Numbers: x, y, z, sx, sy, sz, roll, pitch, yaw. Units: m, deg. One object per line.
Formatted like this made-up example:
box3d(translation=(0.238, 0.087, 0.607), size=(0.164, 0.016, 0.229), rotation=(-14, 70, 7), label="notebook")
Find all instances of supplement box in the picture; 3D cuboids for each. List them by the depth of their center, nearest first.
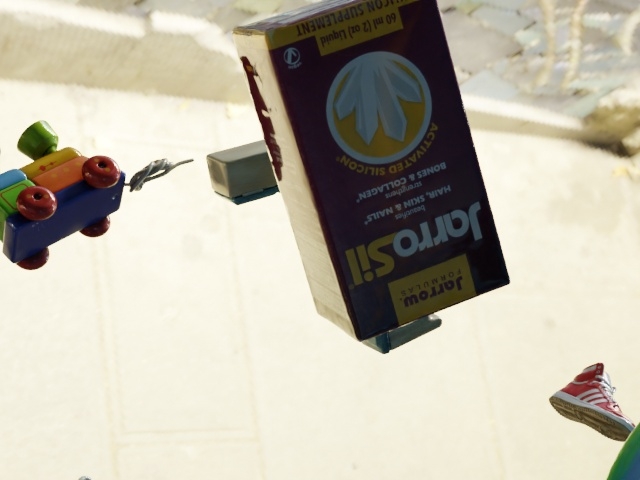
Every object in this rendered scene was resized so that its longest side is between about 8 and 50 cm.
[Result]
box3d(translation=(0.030, -0.049, 0.760), size=(0.104, 0.081, 0.188), rotation=(-21, 105, -13), label="supplement box")

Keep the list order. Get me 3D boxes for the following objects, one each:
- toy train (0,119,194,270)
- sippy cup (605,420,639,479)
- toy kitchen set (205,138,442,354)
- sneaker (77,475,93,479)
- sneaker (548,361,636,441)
box3d(translation=(-0.282, -0.083, 1.460), size=(0.143, 0.105, 0.248), rotation=(43, 51, 19), label="toy train")
box3d(translation=(0.376, 0.257, 1.054), size=(0.224, 0.305, 0.240), rotation=(25, 53, -14), label="sippy cup")
box3d(translation=(0.000, 0.000, 1.175), size=(0.122, 0.207, 0.166), rotation=(-16, 108, -21), label="toy kitchen set")
box3d(translation=(-0.182, 0.251, 0.955), size=(0.080, 0.212, 0.094), rotation=(17, 106, -22), label="sneaker")
box3d(translation=(0.302, 0.168, 1.364), size=(0.067, 0.118, 0.042), rotation=(-40, 120, -19), label="sneaker")
